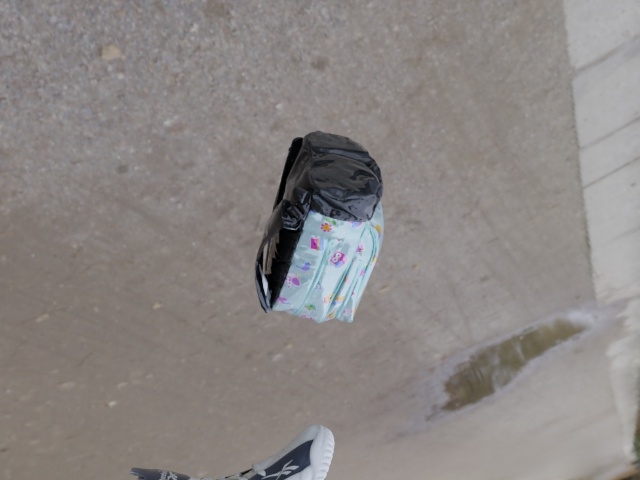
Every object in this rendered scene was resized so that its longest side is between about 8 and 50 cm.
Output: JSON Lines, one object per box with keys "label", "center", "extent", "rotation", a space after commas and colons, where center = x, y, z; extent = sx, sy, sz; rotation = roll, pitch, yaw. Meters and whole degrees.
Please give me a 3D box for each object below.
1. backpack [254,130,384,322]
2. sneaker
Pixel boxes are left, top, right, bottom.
{"label": "backpack", "center": [0.000, 0.000, 0.790], "extent": [0.115, 0.152, 0.182], "rotation": [16, 121, -3]}
{"label": "sneaker", "center": [-0.105, 0.247, 0.771], "extent": [0.235, 0.153, 0.094], "rotation": [-50, 179, -8]}
